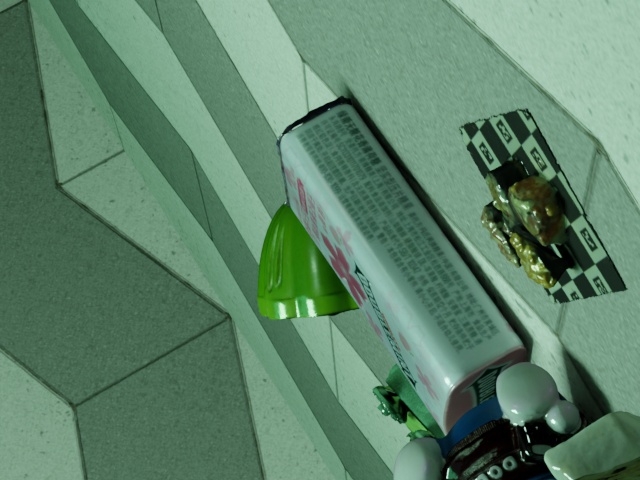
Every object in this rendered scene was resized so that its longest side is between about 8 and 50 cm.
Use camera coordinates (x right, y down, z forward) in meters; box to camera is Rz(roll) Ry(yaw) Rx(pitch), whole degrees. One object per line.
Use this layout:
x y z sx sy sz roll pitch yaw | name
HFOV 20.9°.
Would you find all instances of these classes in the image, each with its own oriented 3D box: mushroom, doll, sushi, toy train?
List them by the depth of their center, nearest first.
0.310 0.268 1.483 0.270 0.118 0.103 58 -151 13 | mushroom
0.176 -0.019 1.531 0.192 0.040 0.210 61 169 -3 | sushi
0.227 0.303 1.664 0.240 0.284 0.310 21 -148 -35 | doll
0.164 0.238 2.141 0.157 0.105 0.253 50 176 -26 | toy train

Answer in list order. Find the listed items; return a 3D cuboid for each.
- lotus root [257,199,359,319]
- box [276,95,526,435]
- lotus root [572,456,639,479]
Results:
0.000 0.000 2.134 0.186 0.186 0.186 57 169 18 | lotus root
0.082 0.030 1.911 0.369 0.112 0.190 54 167 25 | box
0.292 0.320 1.302 0.250 0.250 0.346 163 84 -79 | lotus root
